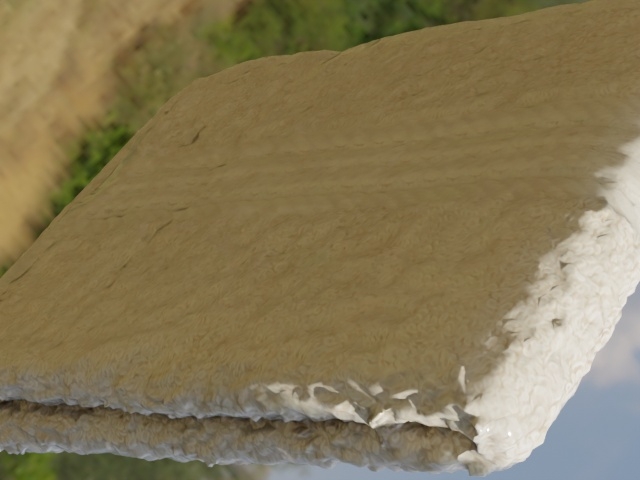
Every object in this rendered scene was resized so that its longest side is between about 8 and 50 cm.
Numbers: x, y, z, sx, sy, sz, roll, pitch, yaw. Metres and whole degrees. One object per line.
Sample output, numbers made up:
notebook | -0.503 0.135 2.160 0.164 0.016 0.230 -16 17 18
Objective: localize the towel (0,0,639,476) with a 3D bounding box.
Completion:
towel | 0.000 0.000 0.565 0.282 0.049 0.187 -3 -140 47
